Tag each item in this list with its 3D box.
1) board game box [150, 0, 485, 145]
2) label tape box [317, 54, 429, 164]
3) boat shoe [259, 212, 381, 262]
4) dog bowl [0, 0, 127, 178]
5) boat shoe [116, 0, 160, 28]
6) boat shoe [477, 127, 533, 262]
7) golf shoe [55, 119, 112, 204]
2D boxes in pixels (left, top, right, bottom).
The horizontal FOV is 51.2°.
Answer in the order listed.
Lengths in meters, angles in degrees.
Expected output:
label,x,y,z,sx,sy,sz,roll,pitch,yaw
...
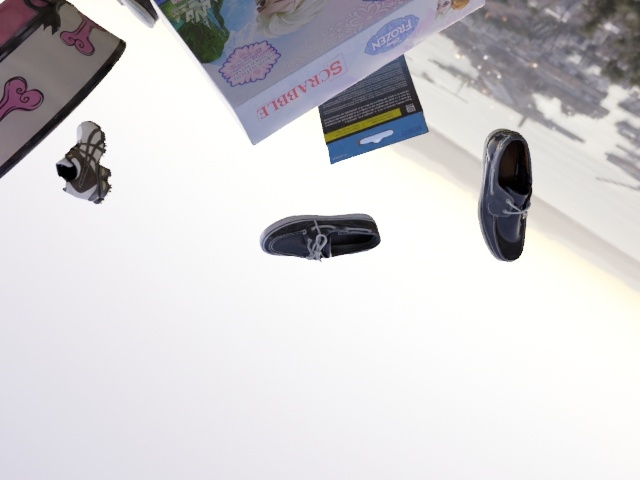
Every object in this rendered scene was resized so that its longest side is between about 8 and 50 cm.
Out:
label,x,y,z,sx,sy,sz,roll,pitch,yaw
board game box,-0.023,-0.303,0.826,0.318,0.319,0.066,53,174,38
label tape box,0.123,-0.308,1.625,0.106,0.241,0.333,59,-163,-52
boat shoe,0.000,0.004,1.685,0.306,0.113,0.105,-2,-148,-8
dog bowl,-0.481,-0.204,0.959,0.150,0.408,0.408,49,-178,-27
boat shoe,-0.323,-0.440,1.170,0.228,0.069,0.081,45,174,41
boat shoe,0.317,-0.069,1.128,0.084,0.233,0.079,-8,-164,-12
golf shoe,-0.461,-0.162,1.284,0.094,0.077,0.198,8,-133,-38
